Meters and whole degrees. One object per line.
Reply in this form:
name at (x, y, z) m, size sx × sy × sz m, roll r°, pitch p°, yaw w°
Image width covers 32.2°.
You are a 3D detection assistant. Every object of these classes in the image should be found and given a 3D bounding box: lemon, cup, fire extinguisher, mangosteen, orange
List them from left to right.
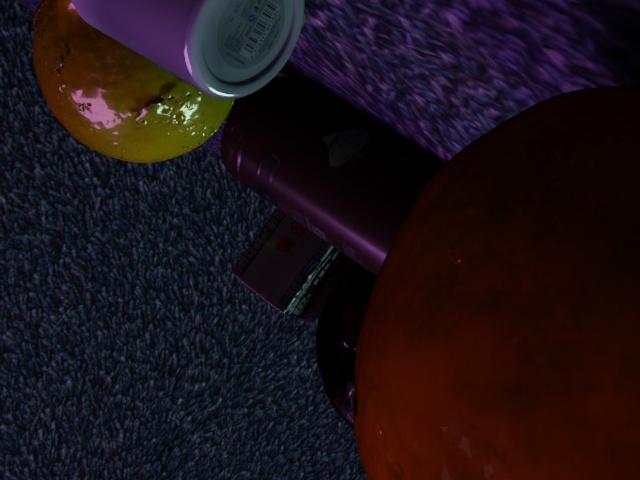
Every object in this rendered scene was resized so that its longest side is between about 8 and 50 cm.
lemon at (-0.151, -0.154, 0.910) m, size 0.173 × 0.173 × 0.206 m, roll 35°, pitch 174°, yaw 24°
cup at (-0.074, -0.168, 0.725) m, size 0.133 × 0.136 × 0.099 m, roll 33°, pitch 142°, yaw 35°
fire extinguisher at (0.005, -0.064, 1.033) m, size 0.337 × 0.114 × 0.135 m, roll 35°, pitch -162°, yaw 24°
mangosteen at (0.135, 0.140, 1.452) m, size 0.288 × 0.288 × 0.288 m, roll 36°, pitch 177°, yaw 2°
orange at (0.149, 0.070, 0.422) m, size 0.284 × 0.226 × 0.284 m, roll 38°, pitch -178°, yaw -1°

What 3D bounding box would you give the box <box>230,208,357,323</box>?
box at (0.000, 0.000, 1.414) m, size 0.084 × 0.198 × 0.310 m, roll 37°, pitch 178°, yaw 9°
